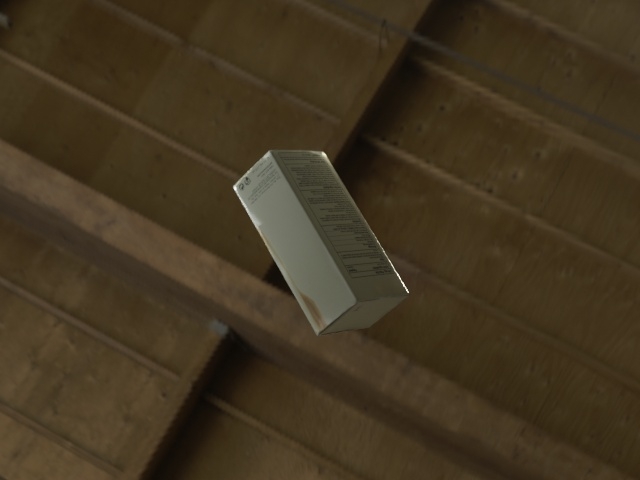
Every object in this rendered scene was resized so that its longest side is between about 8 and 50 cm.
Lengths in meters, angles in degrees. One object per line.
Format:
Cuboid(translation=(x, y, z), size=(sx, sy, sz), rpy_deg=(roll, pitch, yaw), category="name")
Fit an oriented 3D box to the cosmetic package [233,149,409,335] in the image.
Cuboid(translation=(0.000, 0.000, 0.794), size=(0.041, 0.060, 0.115), rpy_deg=(-42, -113, 31), category="cosmetic package")
